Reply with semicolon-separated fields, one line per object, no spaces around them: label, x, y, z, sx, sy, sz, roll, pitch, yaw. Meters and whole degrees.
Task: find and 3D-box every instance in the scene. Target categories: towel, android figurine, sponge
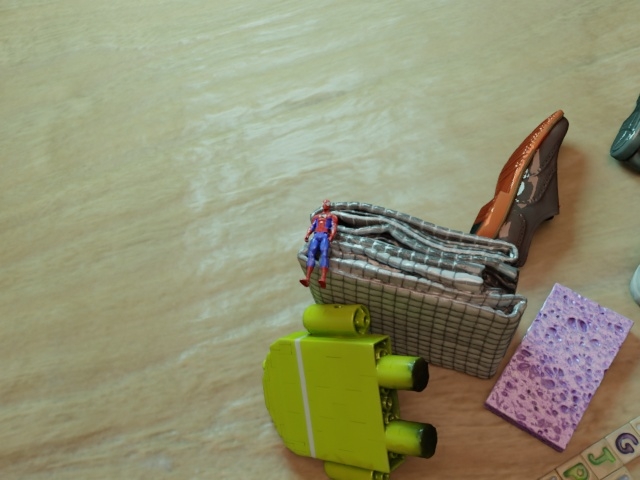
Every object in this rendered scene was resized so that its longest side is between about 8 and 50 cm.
towel;0.128;0.064;0.847;0.283;0.235;0.121;13;62;16
android figurine;0.023;0.207;0.827;0.272;0.056;0.248;-6;94;40
sponge;0.332;0.173;0.867;0.117;0.031;0.210;30;73;22

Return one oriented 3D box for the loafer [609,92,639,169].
loafer;0.561;-0.223;0.994;0.084;0.096;0.267;33;81;2

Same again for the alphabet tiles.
alphabet tiles;0.416;0.363;0.774;0.198;0.009;0.237;-30;63;-5

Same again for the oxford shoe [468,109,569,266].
oxford shoe;0.330;-0.082;0.969;0.098;0.097;0.271;32;78;2

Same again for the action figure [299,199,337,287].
action figure;0.000;0.000;0.758;0.038;0.030;0.115;-2;59;20

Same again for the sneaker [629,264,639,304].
sneaker;0.546;-0.035;0.878;0.106;0.123;0.290;27;71;23
